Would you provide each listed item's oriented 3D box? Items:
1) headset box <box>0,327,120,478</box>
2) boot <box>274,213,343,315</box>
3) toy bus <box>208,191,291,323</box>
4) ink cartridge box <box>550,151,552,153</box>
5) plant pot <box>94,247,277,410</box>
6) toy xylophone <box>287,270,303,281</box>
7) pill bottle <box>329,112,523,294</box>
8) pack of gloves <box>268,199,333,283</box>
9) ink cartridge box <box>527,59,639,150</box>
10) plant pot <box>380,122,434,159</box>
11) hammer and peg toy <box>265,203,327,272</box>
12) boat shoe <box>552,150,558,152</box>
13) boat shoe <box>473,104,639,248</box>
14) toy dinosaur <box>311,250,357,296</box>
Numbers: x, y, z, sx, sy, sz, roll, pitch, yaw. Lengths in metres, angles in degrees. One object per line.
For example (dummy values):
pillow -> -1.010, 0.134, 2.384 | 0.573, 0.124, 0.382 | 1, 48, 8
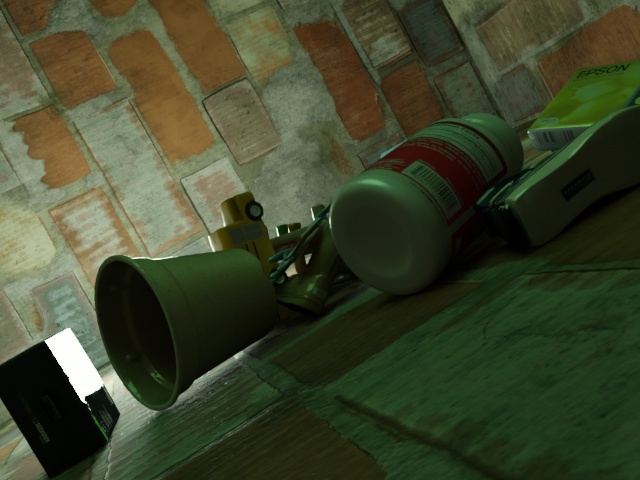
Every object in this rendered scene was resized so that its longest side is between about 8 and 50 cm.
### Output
headset box -> -0.556, 0.332, 1.394 | 0.131, 0.246, 0.283 | -30, 3, -10
boot -> 0.001, 0.037, 1.507 | 0.236, 0.089, 0.270 | 1, 63, 61
toy bus -> -0.180, 0.054, 1.643 | 0.130, 0.333, 0.108 | -19, -2, -31
ink cartridge box -> 0.717, -0.288, 1.642 | 0.296, 0.066, 0.261 | -27, 5, 21
plant pot -> -0.277, 0.156, 1.446 | 0.305, 0.334, 0.333 | -19, -4, -42
toy xylophone -> -0.168, 0.177, 1.863 | 0.236, 0.081, 0.322 | -31, 4, -22
pill bottle -> 0.220, -0.091, 1.244 | 0.407, 0.229, 0.229 | -37, 8, -39
pack of gloves -> -0.055, -0.003, 1.538 | 0.195, 0.046, 0.232 | -57, -4, 35
ink cartridge box -> 0.620, -0.299, 1.301 | 0.307, 0.072, 0.303 | -50, 29, -21
plant pot -> 0.319, -0.193, 1.907 | 0.247, 0.252, 0.248 | -31, 4, -32
hammer and peg toy -> 0.000, 0.000, 1.858 | 0.265, 0.127, 0.361 | -19, -12, 26
boat shoe -> 0.667, -0.266, 1.441 | 0.324, 0.123, 0.120 | -17, 5, 34
boat shoe -> 0.406, -0.112, 1.079 | 0.340, 0.127, 0.158 | -30, 11, -9
toy dinosaur -> 0.097, 0.032, 1.641 | 0.200, 0.127, 0.296 | -18, -22, -50
